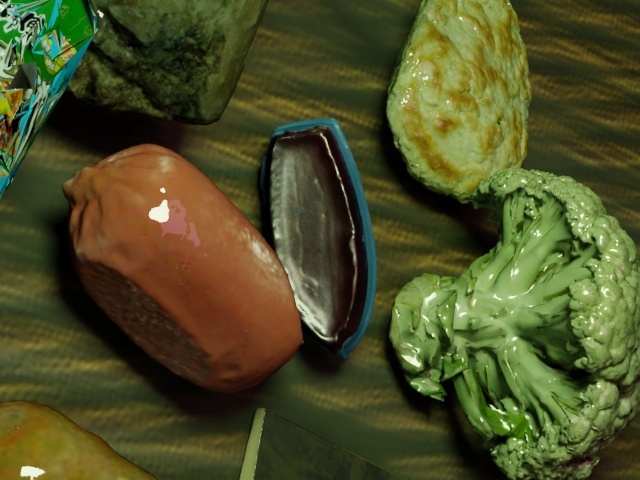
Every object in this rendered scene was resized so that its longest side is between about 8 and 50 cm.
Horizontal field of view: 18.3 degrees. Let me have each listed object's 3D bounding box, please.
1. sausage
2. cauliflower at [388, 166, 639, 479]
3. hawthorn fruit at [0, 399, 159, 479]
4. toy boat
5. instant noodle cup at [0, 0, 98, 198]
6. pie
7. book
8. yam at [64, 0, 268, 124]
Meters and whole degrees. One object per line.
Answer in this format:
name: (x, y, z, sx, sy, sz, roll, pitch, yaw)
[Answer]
sausage: (-0.112, 0.026, 1.651, 0.254, 0.148, 0.148, 48, 49, -21)
cauliflower: (0.187, 0.090, 1.882, 0.275, 0.250, 0.272, -98, -174, -54)
hawthorn fruit: (-0.229, 0.271, 1.388, 0.268, 0.268, 0.301, 41, 54, -25)
toy boat: (0.000, 0.000, 1.806, 0.097, 0.100, 0.223, 9, 72, -79)
instant noodle cup: (-0.302, -0.122, 1.484, 0.240, 0.240, 0.178, 33, 63, -30)
pie: (0.137, -0.151, 1.976, 0.201, 0.090, 0.248, 48, 49, -34)
book: (0.017, 0.263, 1.767, 0.228, 0.024, 0.160, 30, 56, -32)
yam: (-0.119, -0.251, 1.651, 0.195, 0.195, 0.300, 16, 104, -38)
